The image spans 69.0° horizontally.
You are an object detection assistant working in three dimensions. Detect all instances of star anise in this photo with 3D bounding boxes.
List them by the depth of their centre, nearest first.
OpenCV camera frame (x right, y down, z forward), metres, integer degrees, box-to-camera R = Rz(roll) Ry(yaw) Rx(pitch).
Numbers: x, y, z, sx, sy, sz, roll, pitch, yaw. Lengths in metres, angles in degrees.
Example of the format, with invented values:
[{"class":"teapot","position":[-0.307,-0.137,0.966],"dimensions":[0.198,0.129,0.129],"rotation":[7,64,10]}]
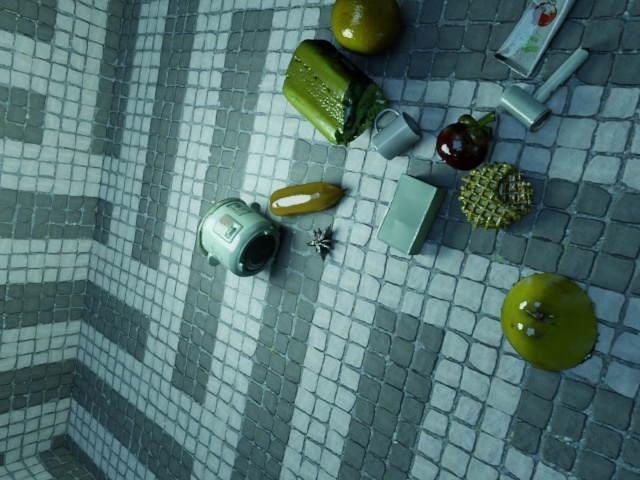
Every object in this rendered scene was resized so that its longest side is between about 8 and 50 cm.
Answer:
[{"class":"star anise","position":[0.008,-0.007,1.687],"dimensions":[0.124,0.056,0.129],"rotation":[44,115,30]}]

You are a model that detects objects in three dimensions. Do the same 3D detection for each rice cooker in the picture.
[{"class":"rice cooker","position":[-0.323,-0.017,1.815],"dimensions":[0.317,0.264,0.316],"rotation":[-8,69,20]}]

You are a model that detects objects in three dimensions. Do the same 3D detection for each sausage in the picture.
[{"class":"sausage","position":[-0.048,-0.154,1.707],"dimensions":[0.328,0.112,0.112],"rotation":[-6,86,35]}]

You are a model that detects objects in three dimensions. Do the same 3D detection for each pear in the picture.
[{"class":"pear","position":[0.560,0.216,1.198],"dimensions":[0.267,0.178,0.266],"rotation":[0,90,42]}]

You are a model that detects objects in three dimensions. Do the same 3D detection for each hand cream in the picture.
[{"class":"hand cream","position":[0.610,-0.617,1.245],"dimensions":[0.121,0.076,0.336],"rotation":[47,122,30]}]

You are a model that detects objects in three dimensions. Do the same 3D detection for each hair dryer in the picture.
[{"class":"hair dryer","position":[0.605,-0.420,1.237],"dimensions":[0.236,0.073,0.131],"rotation":[-49,61,23]}]

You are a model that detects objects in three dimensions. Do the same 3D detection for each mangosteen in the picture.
[{"class":"mangosteen","position":[0.411,-0.291,1.323],"dimensions":[0.156,0.146,0.181],"rotation":[58,137,45]}]

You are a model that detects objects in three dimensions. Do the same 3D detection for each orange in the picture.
[{"class":"orange","position":[0.144,-0.701,1.487],"dimensions":[0.236,0.236,0.236],"rotation":[-1,89,37]}]

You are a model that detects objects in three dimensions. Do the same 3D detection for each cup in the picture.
[{"class":"cup","position":[0.240,-0.346,1.495],"dimensions":[0.133,0.099,0.136],"rotation":[-37,56,32]}]

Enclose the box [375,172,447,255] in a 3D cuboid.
[{"class":"box","position":[0.283,-0.081,1.463],"dimensions":[0.129,0.086,0.225],"rotation":[31,108,32]}]

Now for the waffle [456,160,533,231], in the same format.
[{"class":"waffle","position":[0.489,-0.127,1.317],"dimensions":[0.197,0.070,0.193],"rotation":[-40,66,30]}]

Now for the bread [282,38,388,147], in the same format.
[{"class":"bread","position":[0.040,-0.504,1.575],"dimensions":[0.376,0.208,0.251],"rotation":[48,123,27]}]
